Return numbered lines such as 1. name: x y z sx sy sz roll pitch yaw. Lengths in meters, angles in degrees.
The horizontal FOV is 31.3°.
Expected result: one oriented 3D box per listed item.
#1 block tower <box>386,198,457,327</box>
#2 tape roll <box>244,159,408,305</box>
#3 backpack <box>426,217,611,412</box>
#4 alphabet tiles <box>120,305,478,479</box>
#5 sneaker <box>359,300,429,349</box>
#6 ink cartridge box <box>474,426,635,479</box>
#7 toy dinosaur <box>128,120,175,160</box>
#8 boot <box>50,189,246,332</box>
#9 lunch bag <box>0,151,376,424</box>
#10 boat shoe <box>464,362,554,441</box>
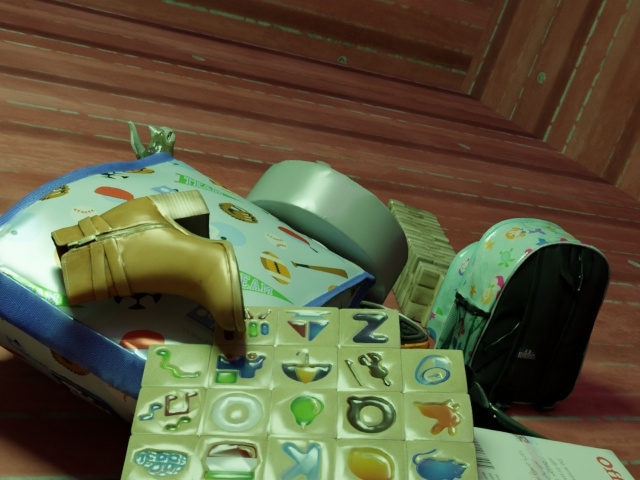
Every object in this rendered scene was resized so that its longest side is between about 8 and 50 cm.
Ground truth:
1. block tower: 0.166 0.034 1.916 0.090 0.097 0.335 16 18 -15
2. tape roll: 0.000 0.000 1.447 0.219 0.219 0.072 25 59 13
3. backpack: 0.287 0.093 1.635 0.225 0.254 0.191 7 23 -33
4. alphabet tiles: -0.015 0.166 0.941 0.285 0.011 0.343 1 36 1
5. sneaker: 0.014 0.115 1.459 0.262 0.099 0.121 5 6 15
6. ink cartridge box: 0.159 0.302 1.020 0.270 0.197 0.198 12 21 -21
7. toy dinosaur: -0.232 -0.008 1.615 0.160 0.121 0.314 18 51 -19
8. boot: -0.159 0.034 1.054 0.152 0.073 0.197 -16 40 -17
9. lunch bag: -0.170 0.079 1.237 0.327 0.239 0.385 28 15 13
10. boat shoe: 0.167 0.210 1.409 0.127 0.113 0.340 1 27 -42
